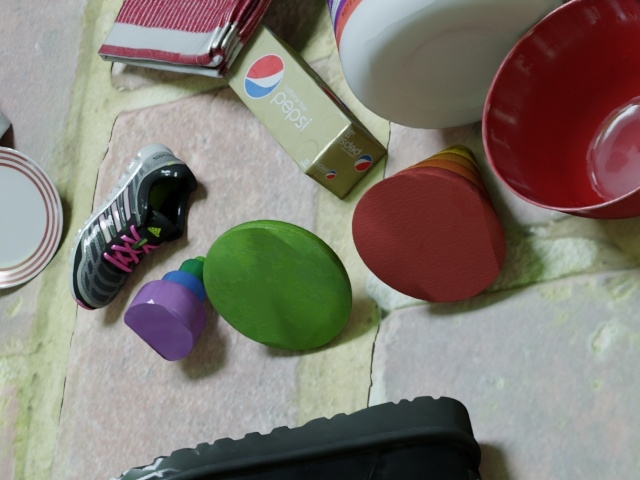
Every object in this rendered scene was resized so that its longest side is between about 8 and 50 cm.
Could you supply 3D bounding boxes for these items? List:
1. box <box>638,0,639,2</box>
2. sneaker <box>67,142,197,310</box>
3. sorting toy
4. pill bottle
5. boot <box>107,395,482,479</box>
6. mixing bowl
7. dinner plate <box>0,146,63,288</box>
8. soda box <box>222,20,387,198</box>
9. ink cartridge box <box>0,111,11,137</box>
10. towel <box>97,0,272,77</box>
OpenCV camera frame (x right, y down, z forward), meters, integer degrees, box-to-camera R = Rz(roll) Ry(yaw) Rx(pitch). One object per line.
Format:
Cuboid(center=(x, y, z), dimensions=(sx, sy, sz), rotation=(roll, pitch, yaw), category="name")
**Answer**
Cuboid(center=(0.251, -0.196, 1.143), dimensions=(0.067, 0.018, 0.083), rotation=(-46, 44, -1), category="box")
Cuboid(center=(-0.169, -0.009, 1.475), dimensions=(0.075, 0.063, 0.170), rotation=(19, 75, 49), category="sneaker")
Cuboid(center=(0.000, 0.000, 1.335), dimensions=(0.366, 0.127, 0.126), rotation=(-20, 27, 32), category="sorting toy")
Cuboid(center=(0.083, -0.263, 1.330), dimensions=(0.181, 0.181, 0.323), rotation=(-28, 53, 24), category="pill bottle")
Cuboid(center=(-0.017, 0.266, 1.107), dimensions=(0.348, 0.131, 0.260), rotation=(-18, 54, 4), category="boot")
Cuboid(center=(0.222, -0.085, 1.183), dimensions=(0.181, 0.098, 0.181), rotation=(-18, 57, 31), category="mixing bowl")
Cuboid(center=(-0.321, -0.023, 1.590), dimensions=(0.141, 0.017, 0.141), rotation=(1, 96, 10), category="dinner plate")
Cuboid(center=(-0.019, -0.117, 1.419), dimensions=(0.061, 0.058, 0.181), rotation=(-47, 47, 9), category="soda box")
Cuboid(center=(-0.488, -0.057, 1.675), dimensions=(0.309, 0.272, 0.130), rotation=(-36, 19, 17), category="ink cartridge box")
Cuboid(center=(-0.082, -0.309, 1.543), dimensions=(0.237, 0.037, 0.329), rotation=(15, 73, 55), category="towel")
